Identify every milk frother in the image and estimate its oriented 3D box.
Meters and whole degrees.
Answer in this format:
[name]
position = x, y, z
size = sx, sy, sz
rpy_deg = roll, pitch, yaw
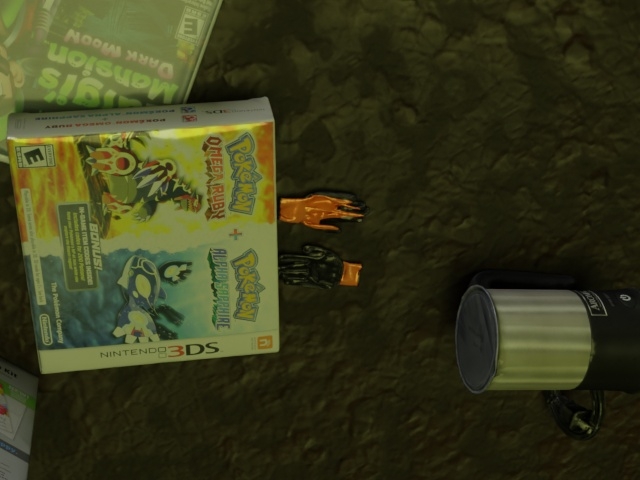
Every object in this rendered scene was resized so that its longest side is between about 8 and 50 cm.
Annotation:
[milk frother]
position = 0.173, 0.100, 0.936
size = 0.135, 0.129, 0.143
rpy_deg = 2, 102, -14

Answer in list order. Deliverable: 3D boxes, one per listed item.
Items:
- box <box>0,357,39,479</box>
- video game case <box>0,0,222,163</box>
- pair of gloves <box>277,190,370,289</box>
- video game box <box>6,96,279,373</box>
[box]
position = -0.274, 0.116, 0.836
size = 0.145, 0.186, 0.038
rpy_deg = 32, 99, -18
[video game case]
position = -0.187, -0.131, 0.852
size = 0.190, 0.022, 0.173
rpy_deg = 18, 106, -15
[pair of gloves]
position = 0.000, 0.000, 0.936
size = 0.074, 0.010, 0.083
rpy_deg = 2, 112, -11
[video game box]
position = -0.125, 0.000, 0.878
size = 0.187, 0.048, 0.205
rpy_deg = -6, 121, -9
